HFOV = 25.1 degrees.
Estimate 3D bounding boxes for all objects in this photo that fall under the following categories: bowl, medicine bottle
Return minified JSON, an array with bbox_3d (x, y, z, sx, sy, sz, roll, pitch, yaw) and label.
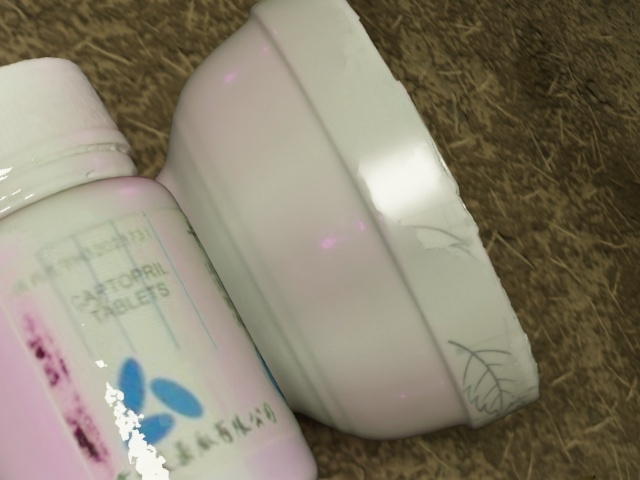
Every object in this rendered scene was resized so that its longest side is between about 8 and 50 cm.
[{"bbox_3d":[0.000,0.000,0.848,0.287,0.144,0.287,62,-3,5],"label":"bowl"},{"bbox_3d":[-0.119,0.047,0.724,0.152,0.152,0.254,-15,74,-52],"label":"medicine bottle"}]

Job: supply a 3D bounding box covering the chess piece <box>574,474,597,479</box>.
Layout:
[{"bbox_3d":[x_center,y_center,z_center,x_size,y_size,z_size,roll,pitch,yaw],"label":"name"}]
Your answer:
[{"bbox_3d":[0.189,0.231,0.996,0.066,0.066,0.122,-20,82,-53],"label":"chess piece"}]
